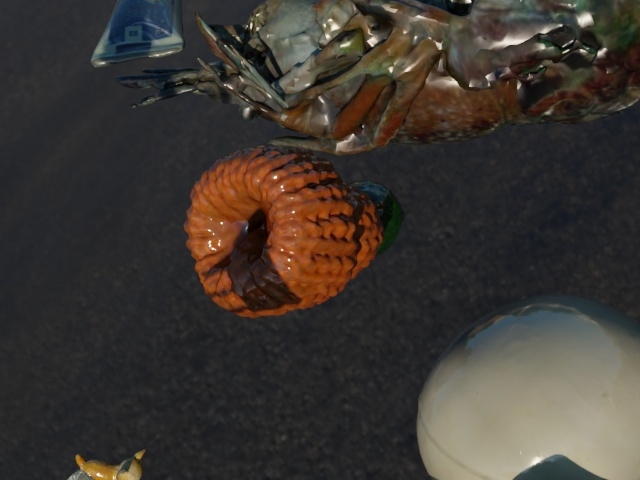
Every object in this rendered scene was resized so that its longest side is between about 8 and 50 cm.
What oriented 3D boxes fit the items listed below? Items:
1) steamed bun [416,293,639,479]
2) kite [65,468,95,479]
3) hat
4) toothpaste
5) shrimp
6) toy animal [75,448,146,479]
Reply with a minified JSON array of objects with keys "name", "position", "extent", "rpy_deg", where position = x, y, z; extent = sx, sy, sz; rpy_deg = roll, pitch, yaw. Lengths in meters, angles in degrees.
[{"name":"steamed bun","position":[0.308,0.234,1.504],"extent":[0.334,0.334,0.374],"rpy_deg":[9,29,44]},{"name":"kite","position":[-0.256,0.331,1.013],"extent":[0.245,0.141,0.015],"rpy_deg":[-42,11,-28]},{"name":"hat","position":[0.000,0.000,1.770],"extent":[0.285,0.400,0.285],"rpy_deg":[-10,77,46]},{"name":"toothpaste","position":[-0.113,-0.157,0.737],"extent":[0.057,0.035,0.197],"rpy_deg":[-8,32,1]},{"name":"shrimp","position":[0.032,-0.140,0.704],"extent":[0.372,0.137,0.172],"rpy_deg":[8,60,18]},{"name":"toy animal","position":[-0.276,0.302,1.492],"extent":[0.083,0.081,0.060],"rpy_deg":[-29,10,25]}]
